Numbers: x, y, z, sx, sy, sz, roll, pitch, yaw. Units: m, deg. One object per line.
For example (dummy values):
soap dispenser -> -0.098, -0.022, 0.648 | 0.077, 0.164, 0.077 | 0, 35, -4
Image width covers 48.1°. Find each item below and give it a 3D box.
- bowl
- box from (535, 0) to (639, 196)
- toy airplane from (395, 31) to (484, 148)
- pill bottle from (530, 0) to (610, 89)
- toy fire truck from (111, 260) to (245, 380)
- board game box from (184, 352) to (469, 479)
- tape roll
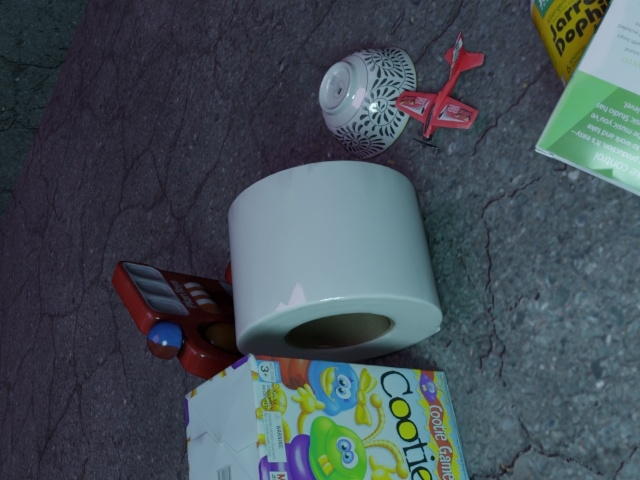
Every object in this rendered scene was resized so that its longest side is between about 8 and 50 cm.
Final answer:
bowl -> 0.051, -0.209, 1.032 | 0.170, 0.080, 0.170 | -20, 64, 48
box -> 0.344, -0.167, 0.547 | 0.232, 0.058, 0.322 | 29, 105, 15
toy airplane -> 0.160, -0.191, 0.924 | 0.151, 0.028, 0.151 | -18, 66, 48
pill bottle -> 0.276, -0.215, 0.701 | 0.117, 0.117, 0.208 | -39, 50, 40
toy fire truck -> -0.156, 0.132, 1.057 | 0.302, 0.254, 0.169 | 43, 114, 50
board game box -> 0.009, 0.223, 0.792 | 0.144, 0.275, 0.142 | -37, 52, 42
tape roll -> 0.013, 0.037, 0.871 | 0.246, 0.246, 0.169 | -35, 54, 43
